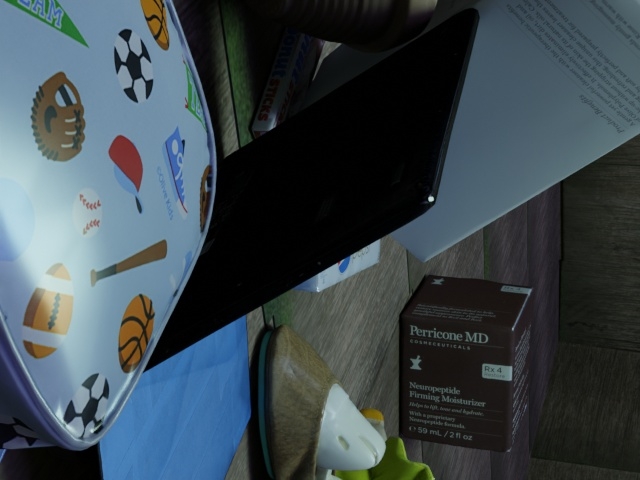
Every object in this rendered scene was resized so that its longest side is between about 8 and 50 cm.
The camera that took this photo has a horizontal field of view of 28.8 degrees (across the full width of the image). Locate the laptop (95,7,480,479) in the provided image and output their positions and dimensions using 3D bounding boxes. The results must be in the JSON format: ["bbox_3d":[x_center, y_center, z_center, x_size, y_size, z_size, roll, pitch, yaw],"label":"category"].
[{"bbox_3d":[-0.008,0.071,0.944,0.236,0.408,0.382,53,24,-16],"label":"laptop"}]

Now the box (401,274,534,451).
[{"bbox_3d":[0.219,0.180,1.860,0.167,0.168,0.203,-46,138,-62],"label":"box"}]

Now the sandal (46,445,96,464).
[{"bbox_3d":[-0.162,0.043,0.801,0.254,0.054,0.097,79,24,-43],"label":"sandal"}]

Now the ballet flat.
[{"bbox_3d":[0.004,0.252,1.276,0.116,0.124,0.342,-35,128,-68],"label":"ballet flat"}]

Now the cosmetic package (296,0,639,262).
[{"bbox_3d":[0.161,-0.154,1.128,0.197,0.365,0.155,40,45,-20],"label":"cosmetic package"}]

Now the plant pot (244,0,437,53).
[{"bbox_3d":[-0.014,-0.251,1.005,0.110,0.237,0.237,-27,133,-21],"label":"plant pot"}]

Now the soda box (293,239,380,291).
[{"bbox_3d":[0.000,0.000,1.270,0.216,0.074,0.069,-19,113,-71],"label":"soda box"}]

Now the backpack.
[{"bbox_3d":[-0.163,-0.047,0.480,0.263,0.213,0.276,-79,161,-52],"label":"backpack"}]

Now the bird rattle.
[{"bbox_3d":[0.061,0.321,1.494,0.207,0.143,0.253,-88,176,-57],"label":"bird rattle"}]

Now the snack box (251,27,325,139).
[{"bbox_3d":[-0.028,-0.159,1.217,0.064,0.022,0.178,70,31,-55],"label":"snack box"}]
